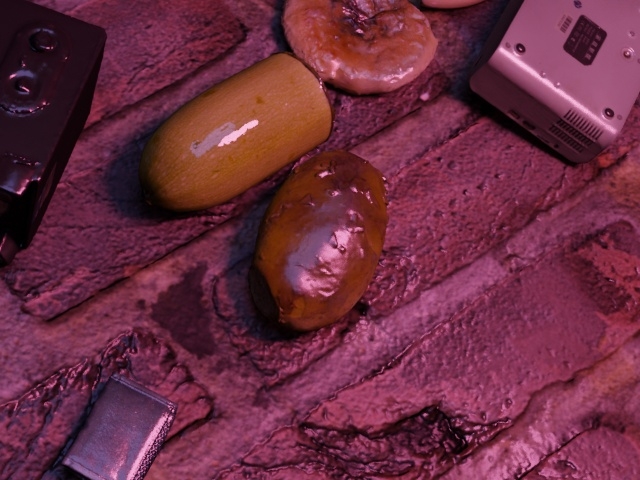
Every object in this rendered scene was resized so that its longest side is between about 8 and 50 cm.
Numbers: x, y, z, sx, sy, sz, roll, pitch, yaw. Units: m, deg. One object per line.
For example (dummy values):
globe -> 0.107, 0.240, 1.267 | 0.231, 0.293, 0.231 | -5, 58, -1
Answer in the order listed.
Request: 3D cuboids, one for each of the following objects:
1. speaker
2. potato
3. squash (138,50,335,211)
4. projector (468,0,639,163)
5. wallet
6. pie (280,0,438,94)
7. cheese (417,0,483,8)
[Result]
speaker -> -0.400, -0.144, 1.724 | 0.232, 0.184, 0.254 | 20, 57, -3
potato -> 0.000, 0.000, 1.785 | 0.149, 0.113, 0.251 | 28, 57, -2
squash -> -0.113, -0.119, 1.812 | 0.247, 0.132, 0.132 | -34, 74, -28
projector -> 0.334, -0.252, 1.995 | 0.198, 0.108, 0.250 | 36, 58, -7
wallet -> -0.219, 0.216, 1.660 | 0.088, 0.026, 0.129 | 28, 58, -2
pie -> 0.041, -0.275, 1.985 | 0.185, 0.052, 0.218 | -38, 74, -23
cheese -> 0.232, -0.369, 2.085 | 0.235, 0.050, 0.127 | 2, 63, -21
